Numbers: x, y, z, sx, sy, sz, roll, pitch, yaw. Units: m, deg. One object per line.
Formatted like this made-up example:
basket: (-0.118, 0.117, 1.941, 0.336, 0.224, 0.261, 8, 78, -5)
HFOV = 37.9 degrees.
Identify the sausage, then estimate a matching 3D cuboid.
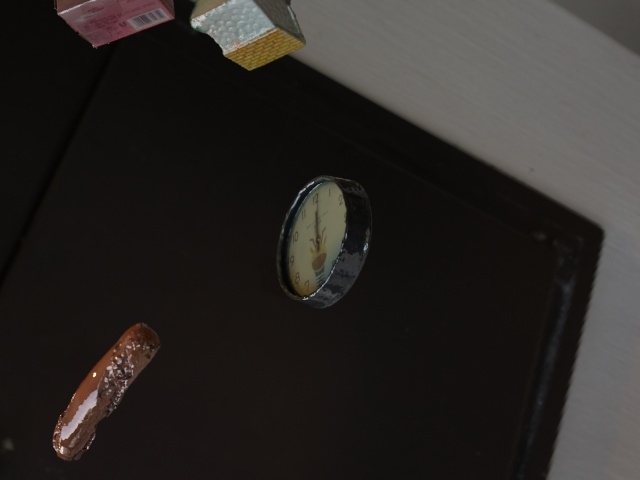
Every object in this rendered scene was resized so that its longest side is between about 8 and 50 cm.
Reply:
sausage: (-0.408, 0.287, 1.722, 0.327, 0.087, 0.079, -52, 56, 15)

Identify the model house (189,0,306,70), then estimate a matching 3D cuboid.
model house: (-0.073, -0.250, 1.020, 0.087, 0.100, 0.101, -20, 43, 32)

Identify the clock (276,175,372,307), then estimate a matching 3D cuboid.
clock: (0.000, 0.000, 1.274, 0.184, 0.040, 0.185, -31, 51, 48)

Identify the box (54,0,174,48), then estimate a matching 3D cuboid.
box: (-0.306, -0.356, 1.387, 0.111, 0.156, 0.060, 43, -147, -66)
